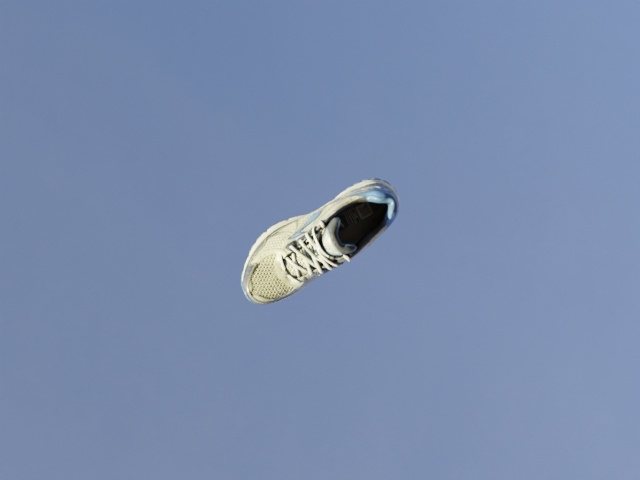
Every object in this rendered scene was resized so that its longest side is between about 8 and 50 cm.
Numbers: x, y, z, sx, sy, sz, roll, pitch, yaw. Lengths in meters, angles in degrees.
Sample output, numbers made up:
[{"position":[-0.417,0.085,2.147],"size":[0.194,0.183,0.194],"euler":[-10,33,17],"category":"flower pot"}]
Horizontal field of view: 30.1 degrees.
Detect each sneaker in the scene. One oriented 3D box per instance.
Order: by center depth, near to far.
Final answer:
[{"position":[0.000,0.000,0.858],"size":[0.135,0.058,0.052],"euler":[-37,-80,-3],"category":"sneaker"}]
